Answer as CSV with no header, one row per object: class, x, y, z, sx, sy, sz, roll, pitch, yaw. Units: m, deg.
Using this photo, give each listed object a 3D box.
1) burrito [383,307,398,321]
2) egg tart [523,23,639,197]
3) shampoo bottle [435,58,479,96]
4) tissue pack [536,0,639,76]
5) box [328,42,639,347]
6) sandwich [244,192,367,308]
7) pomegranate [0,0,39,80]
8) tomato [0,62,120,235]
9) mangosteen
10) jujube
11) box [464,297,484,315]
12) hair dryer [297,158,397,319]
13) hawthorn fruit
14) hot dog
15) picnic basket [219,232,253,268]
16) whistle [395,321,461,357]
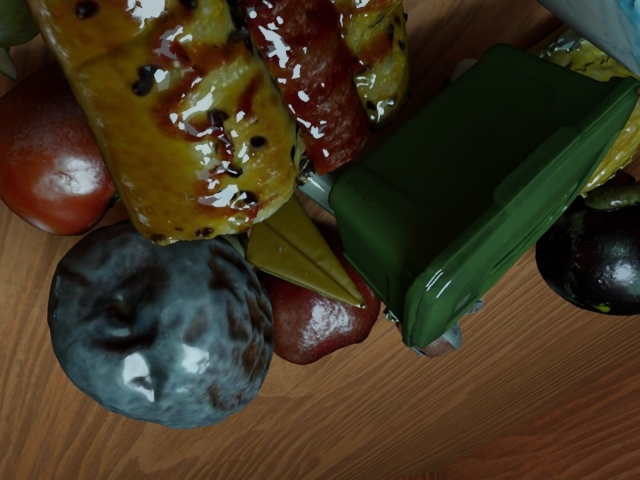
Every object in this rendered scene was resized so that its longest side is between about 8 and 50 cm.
burrito,0.237,0.083,0.901,0.309,0.066,0.096,-21,173,-42
egg tart,0.383,-0.171,0.697,0.342,0.132,0.341,-12,139,-10
shampoo bottle,0.172,-0.166,0.659,0.074,0.074,0.192,-1,138,-22
tissue pack,0.272,-0.271,0.418,0.124,0.271,0.201,-40,137,25
box,0.169,-0.053,0.537,0.329,0.178,0.252,-42,157,-12
sandwich,0.000,0.000,0.644,0.187,0.144,0.117,21,174,7
pomegranate,-0.284,-0.216,0.366,0.131,0.151,0.191,18,149,-34
tomato,-0.261,-0.101,0.486,0.187,0.187,0.151,-34,114,18
mangosteen,0.568,0.005,0.887,0.288,0.288,0.288,-12,141,-10
jujube,-0.170,0.105,0.575,0.215,0.246,0.308,-32,163,-5
box,0.353,0.169,1.164,0.117,0.036,0.050,-12,141,-11
hair dryer,0.077,-0.029,0.722,0.362,0.203,0.128,35,121,-27
hawthorn fruit,-0.014,0.080,0.782,0.230,0.210,0.265,-11,124,0
hot dog,-0.045,-0.218,0.375,0.367,0.196,0.365,-39,140,-28
picnic basket,-0.193,0.008,0.710,0.164,0.079,0.115,-15,142,-6
whistle,0.197,0.156,0.994,0.134,0.142,0.346,-40,124,15
